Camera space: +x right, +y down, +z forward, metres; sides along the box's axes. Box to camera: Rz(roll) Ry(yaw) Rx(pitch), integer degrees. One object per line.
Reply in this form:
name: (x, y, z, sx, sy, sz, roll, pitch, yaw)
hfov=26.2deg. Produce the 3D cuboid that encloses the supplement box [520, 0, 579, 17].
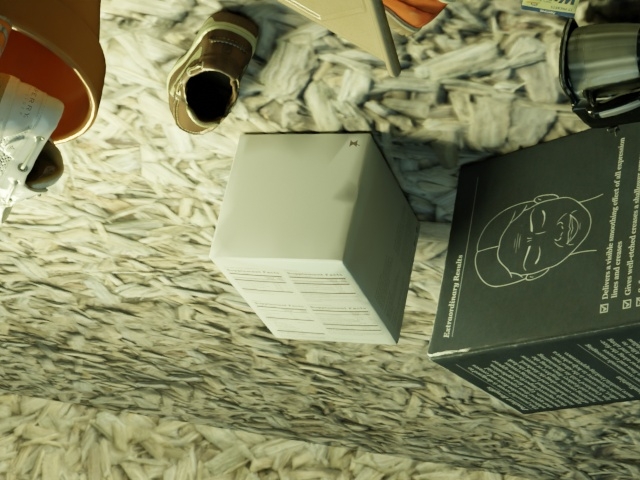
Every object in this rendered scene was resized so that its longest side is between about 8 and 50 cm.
supplement box: (0.239, -0.284, 1.383, 0.056, 0.083, 0.083, 9, 155, 4)

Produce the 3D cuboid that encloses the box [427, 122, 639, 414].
box: (0.365, 0.032, 1.737, 0.395, 0.294, 0.212, -14, 144, 43)

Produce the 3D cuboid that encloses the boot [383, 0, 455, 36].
boot: (0.078, -0.287, 1.489, 0.158, 0.059, 0.084, 27, 143, -37)

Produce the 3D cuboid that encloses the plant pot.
plant pot: (-0.366, -0.264, 1.546, 0.290, 0.204, 0.291, 10, 155, 5)

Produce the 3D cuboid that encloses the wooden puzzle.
wooden puzzle: (-0.012, -0.292, 1.410, 0.238, 0.044, 0.221, 39, 166, 27)

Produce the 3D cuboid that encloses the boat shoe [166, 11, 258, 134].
boat shoe: (-0.149, -0.186, 1.737, 0.095, 0.095, 0.257, 15, 154, -7)

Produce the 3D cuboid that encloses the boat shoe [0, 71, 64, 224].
boat shoe: (-0.340, -0.084, 1.558, 0.096, 0.098, 0.277, 17, 153, -9)

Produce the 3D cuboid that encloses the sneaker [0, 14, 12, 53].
sneaker: (-0.444, -0.166, 1.433, 0.180, 0.125, 0.321, 23, 142, -15)

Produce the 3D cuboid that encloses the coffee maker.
coffee maker: (0.374, -0.189, 1.514, 0.178, 0.120, 0.171, -3, 174, 31)

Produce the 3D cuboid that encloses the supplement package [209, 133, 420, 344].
supplement package: (0.000, 0.000, 1.934, 0.198, 0.199, 0.263, 2, 153, 22)
